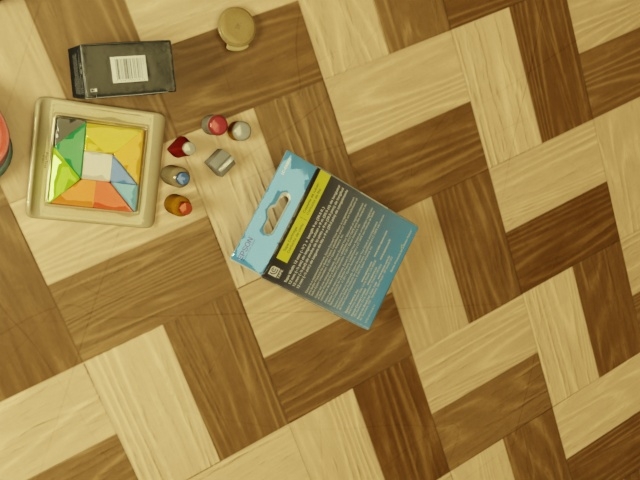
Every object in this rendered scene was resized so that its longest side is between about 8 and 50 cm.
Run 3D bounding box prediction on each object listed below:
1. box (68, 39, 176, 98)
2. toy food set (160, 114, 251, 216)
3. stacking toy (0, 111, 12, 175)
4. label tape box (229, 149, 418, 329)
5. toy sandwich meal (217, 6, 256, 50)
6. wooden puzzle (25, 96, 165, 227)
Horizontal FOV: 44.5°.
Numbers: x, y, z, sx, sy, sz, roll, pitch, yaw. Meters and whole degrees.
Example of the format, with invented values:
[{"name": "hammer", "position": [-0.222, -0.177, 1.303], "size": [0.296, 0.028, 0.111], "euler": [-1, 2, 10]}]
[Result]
[{"name": "box", "position": [-0.353, -0.301, 1.380], "size": [0.156, 0.158, 0.093], "euler": [-9, 103, -24]}, {"name": "toy food set", "position": [-0.222, -0.156, 1.494], "size": [0.232, 0.104, 0.111], "euler": [-46, 114, -11]}, {"name": "stacking toy", "position": [-0.692, -0.147, 1.297], "size": [0.279, 0.130, 0.309], "euler": [45, 71, -8]}, {"name": "label tape box", "position": [0.000, 0.000, 1.622], "size": [0.347, 0.115, 0.249], "euler": [28, 86, -23]}, {"name": "toy sandwich meal", "position": [-0.164, -0.412, 1.523], "size": [0.085, 0.029, 0.086], "euler": [-2, 95, -22]}, {"name": "wooden puzzle", "position": [-0.411, -0.140, 1.444], "size": [0.238, 0.044, 0.221], "euler": [5, 96, -26]}]
